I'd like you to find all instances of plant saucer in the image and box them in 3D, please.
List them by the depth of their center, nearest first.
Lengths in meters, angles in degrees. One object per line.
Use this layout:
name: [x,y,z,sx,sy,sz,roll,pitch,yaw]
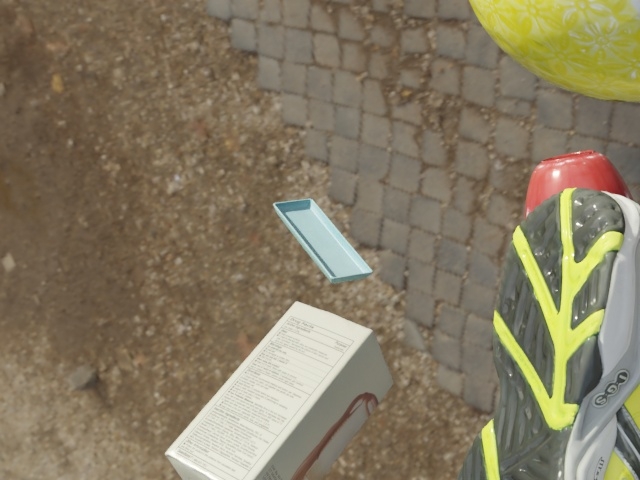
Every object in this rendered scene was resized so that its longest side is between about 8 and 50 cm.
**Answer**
plant saucer: [0.000,0.000,1.450,0.192,0.067,0.018,52,139,43]

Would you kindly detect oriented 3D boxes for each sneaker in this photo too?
sneaker: [0.192,0.163,0.710,0.145,0.147,0.384,29,107,63]

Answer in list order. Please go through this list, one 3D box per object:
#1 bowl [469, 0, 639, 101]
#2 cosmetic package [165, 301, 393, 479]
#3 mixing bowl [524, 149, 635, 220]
bowl: [0.248,-0.212,0.678,0.156,0.290,0.289,-104,15,-61]
cosmetic package: [-0.050,0.245,1.398,0.153,0.296,0.129,19,145,39]
mixing bowl: [0.415,-0.091,1.655,0.181,0.181,0.098,-6,99,44]
